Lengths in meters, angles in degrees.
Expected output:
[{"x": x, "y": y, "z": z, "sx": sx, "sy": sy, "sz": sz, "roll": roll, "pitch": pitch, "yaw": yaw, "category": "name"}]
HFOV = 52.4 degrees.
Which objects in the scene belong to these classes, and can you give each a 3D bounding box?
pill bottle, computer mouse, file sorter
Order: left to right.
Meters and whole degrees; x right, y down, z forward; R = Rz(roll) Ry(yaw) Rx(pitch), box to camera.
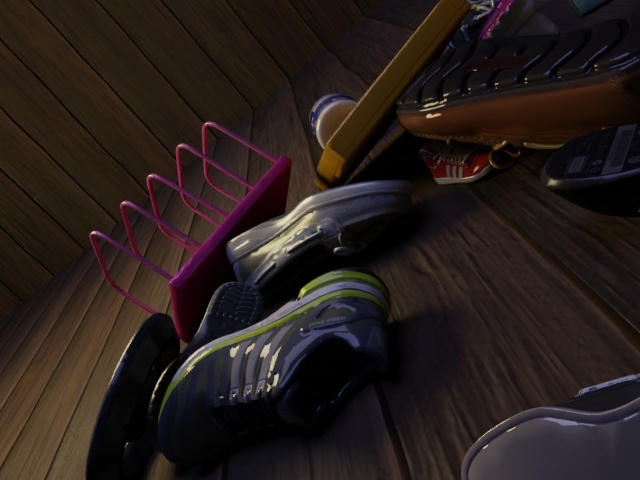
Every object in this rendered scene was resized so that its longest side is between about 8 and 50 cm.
[{"x": -0.208, "y": -0.024, "z": 1.079, "sx": 0.291, "sy": 0.182, "sz": 0.202, "roll": -53, "pitch": -13, "yaw": -30, "category": "file sorter"}, {"x": 0.036, "y": -0.236, "z": 1.301, "sx": 0.112, "sy": 0.112, "sz": 0.187, "roll": -39, "pitch": 19, "yaw": 6, "category": "pill bottle"}, {"x": 0.292, "y": -0.039, "z": 0.481, "sx": 0.262, "sy": 0.060, "sz": 0.184, "roll": -11, "pitch": 29, "yaw": 35, "category": "computer mouse"}]

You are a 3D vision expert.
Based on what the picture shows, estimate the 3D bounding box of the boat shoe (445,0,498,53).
[{"x": 0.272, "y": -0.347, "z": 1.065, "sx": 0.306, "sy": 0.113, "sz": 0.105, "roll": -60, "pitch": -19, "yaw": -57, "category": "boat shoe"}]

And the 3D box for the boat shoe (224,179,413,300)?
[{"x": -0.002, "y": 0.001, "z": 0.902, "sx": 0.320, "sy": 0.103, "sz": 0.118, "roll": -23, "pitch": -9, "yaw": 33, "category": "boat shoe"}]

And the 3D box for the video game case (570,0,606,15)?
[{"x": 0.517, "y": -0.485, "z": 1.007, "sx": 0.269, "sy": 0.061, "sz": 0.244, "roll": -26, "pitch": 24, "yaw": 36, "category": "video game case"}]

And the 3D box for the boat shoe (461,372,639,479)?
[{"x": 0.179, "y": 0.118, "z": 0.380, "sx": 0.206, "sy": 0.075, "sz": 0.065, "roll": -35, "pitch": -23, "yaw": 33, "category": "boat shoe"}]

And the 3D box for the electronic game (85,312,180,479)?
[{"x": -0.227, "y": 0.200, "z": 0.795, "sx": 0.229, "sy": 0.048, "sz": 0.229, "roll": 16, "pitch": -90, "yaw": -88, "category": "electronic game"}]

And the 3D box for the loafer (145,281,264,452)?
[{"x": -0.139, "y": 0.168, "z": 0.830, "sx": 0.087, "sy": 0.094, "sz": 0.251, "roll": 109, "pitch": -174, "yaw": -47, "category": "loafer"}]

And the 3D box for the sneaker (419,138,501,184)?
[{"x": 0.172, "y": -0.109, "z": 0.835, "sx": 0.042, "sy": 0.067, "sz": 0.118, "roll": -48, "pitch": 19, "yaw": -22, "category": "sneaker"}]

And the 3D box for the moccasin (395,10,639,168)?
[{"x": 0.228, "y": -0.150, "z": 0.720, "sx": 0.380, "sy": 0.147, "sz": 0.139, "roll": 4, "pitch": 52, "yaw": 54, "category": "moccasin"}]

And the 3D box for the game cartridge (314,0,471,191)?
[{"x": 0.100, "y": -0.209, "z": 1.009, "sx": 0.285, "sy": 0.052, "sz": 0.323, "roll": -52, "pitch": 1, "yaw": -5, "category": "game cartridge"}]

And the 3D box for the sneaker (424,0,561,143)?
[{"x": 0.235, "y": -0.211, "z": 0.898, "sx": 0.252, "sy": 0.111, "sz": 0.103, "roll": -55, "pitch": 8, "yaw": 40, "category": "sneaker"}]

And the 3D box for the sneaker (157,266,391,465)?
[{"x": -0.053, "y": 0.147, "z": 0.661, "sx": 0.300, "sy": 0.111, "sz": 0.121, "roll": -38, "pitch": 23, "yaw": 14, "category": "sneaker"}]
